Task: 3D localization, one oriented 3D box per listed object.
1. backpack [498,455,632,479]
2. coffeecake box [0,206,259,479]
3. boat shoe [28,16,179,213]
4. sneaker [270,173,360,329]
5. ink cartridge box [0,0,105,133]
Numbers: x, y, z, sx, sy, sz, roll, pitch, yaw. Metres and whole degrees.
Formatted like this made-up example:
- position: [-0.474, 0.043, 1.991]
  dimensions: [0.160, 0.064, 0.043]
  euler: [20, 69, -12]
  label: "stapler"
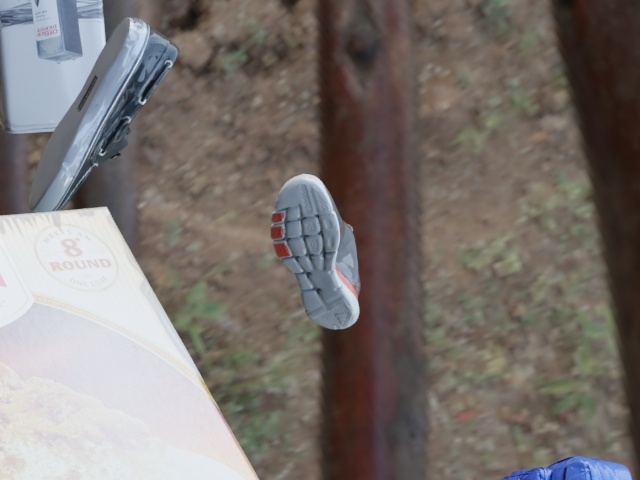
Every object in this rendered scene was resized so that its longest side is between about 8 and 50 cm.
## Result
- position: [0.217, 0.245, 1.741]
  dimensions: [0.101, 0.120, 0.098]
  euler: [12, 69, -37]
  label: "backpack"
- position: [-0.087, 0.084, 0.499]
  dimensions: [0.142, 0.068, 0.185]
  euler: [-6, 52, -38]
  label: "coffeecake box"
- position: [-0.137, -0.073, 1.226]
  dimensions: [0.040, 0.049, 0.142]
  euler: [25, 106, -25]
  label: "boat shoe"
- position: [0.000, 0.000, 1.639]
  dimensions: [0.065, 0.061, 0.158]
  euler: [-68, 153, -47]
  label: "sneaker"
- position: [-0.232, -0.210, 1.590]
  dimensions: [0.092, 0.158, 0.218]
  euler: [-5, 107, -14]
  label: "ink cartridge box"
